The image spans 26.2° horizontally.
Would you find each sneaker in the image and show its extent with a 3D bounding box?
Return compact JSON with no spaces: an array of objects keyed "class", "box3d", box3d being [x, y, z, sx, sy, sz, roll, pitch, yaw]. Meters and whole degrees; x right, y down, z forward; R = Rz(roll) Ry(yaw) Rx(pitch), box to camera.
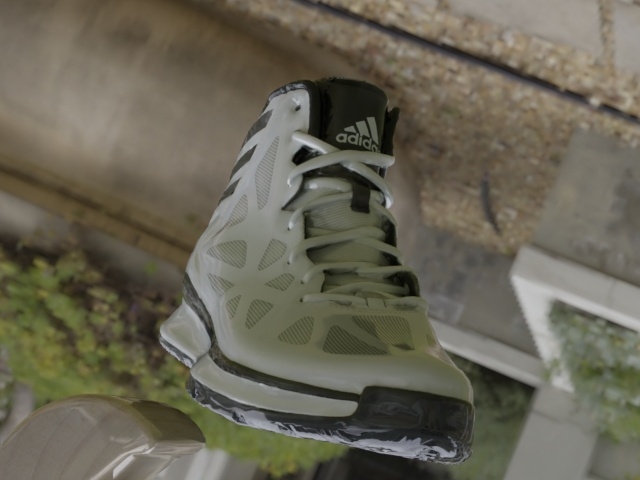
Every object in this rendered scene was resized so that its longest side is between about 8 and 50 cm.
[{"class":"sneaker","box3d":[-0.001,0.000,1.028,0.169,0.258,0.447,14,-177,-23]}]

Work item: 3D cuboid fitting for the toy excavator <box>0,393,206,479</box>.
[{"class":"toy excavator","box3d":[0.037,0.268,0.748,0.445,0.433,0.222,-14,167,16]}]
